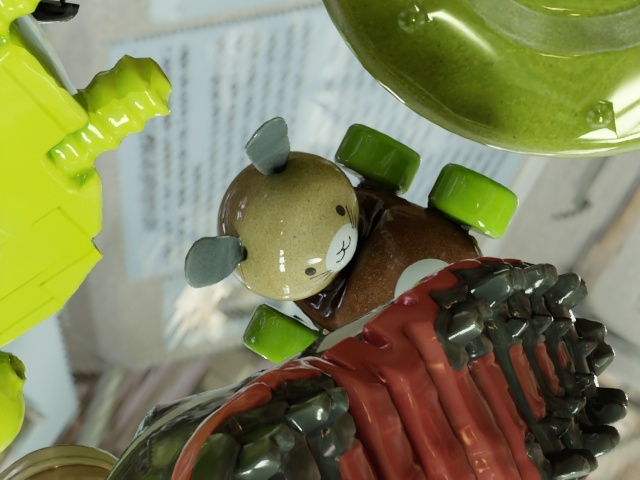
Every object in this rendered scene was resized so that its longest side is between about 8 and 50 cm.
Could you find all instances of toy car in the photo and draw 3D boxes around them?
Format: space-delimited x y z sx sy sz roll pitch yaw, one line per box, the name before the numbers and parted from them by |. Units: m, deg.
toy car | 0.000 0.000 1.034 0.149 0.155 0.188 25 178 35

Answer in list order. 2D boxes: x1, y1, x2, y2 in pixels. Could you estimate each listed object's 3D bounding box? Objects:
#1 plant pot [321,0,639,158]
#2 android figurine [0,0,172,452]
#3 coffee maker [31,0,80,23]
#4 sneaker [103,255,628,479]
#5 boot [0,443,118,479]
plant pot | 0.112 -0.217 0.875 0.366 0.366 0.353 38 -158 -19
android figurine | -0.168 0.012 0.479 0.056 0.273 0.248 60 -177 34
coffee maker | -0.207 -0.201 1.091 0.120 0.178 0.171 68 155 9
sneaker | 0.009 0.078 0.646 0.135 0.276 0.097 -23 90 37
boot | -0.149 0.254 0.901 0.095 0.262 0.203 18 -157 -28
